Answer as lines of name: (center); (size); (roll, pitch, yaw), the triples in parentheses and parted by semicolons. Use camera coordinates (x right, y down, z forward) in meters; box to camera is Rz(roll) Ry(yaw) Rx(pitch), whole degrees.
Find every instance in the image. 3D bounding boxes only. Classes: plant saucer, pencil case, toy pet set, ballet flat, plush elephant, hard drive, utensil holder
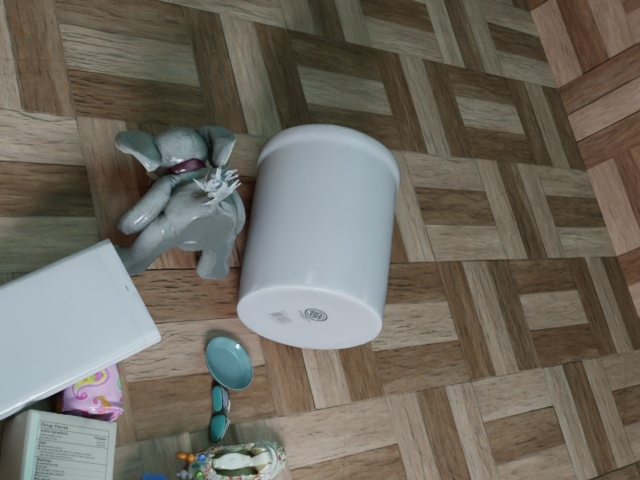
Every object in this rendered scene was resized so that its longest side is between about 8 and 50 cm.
plant saucer: (-0.190, 0.253, 1.736); (0.119, 0.021, 0.119); (32, 38, -29)
pencil case: (-0.407, 0.179, 1.515); (0.124, 0.124, 0.284); (14, 59, -38)
toy pet set: (-0.262, 0.439, 1.518); (0.114, 0.065, 0.122); (11, 81, -16)
ballet flat: (-0.145, 0.432, 1.657); (0.241, 0.077, 0.091); (1, 66, -43)
plush elephant: (-0.280, -0.107, 1.695); (0.272, 0.330, 0.255); (0, 51, -35)
hard drive: (-0.451, 0.146, 1.428); (0.308, 0.040, 0.203); (-26, 75, -21)
utensil holder: (0.000, 0.000, 1.840); (0.328, 0.328, 0.385); (27, 54, -31)
ballet flat: (-0.193, 0.344, 1.688); (0.041, 0.041, 0.114); (18, 58, -36)

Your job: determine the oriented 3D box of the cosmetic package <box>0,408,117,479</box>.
cosmetic package: (-0.429, 0.441, 1.362); (0.160, 0.113, 0.309); (20, 56, -35)
